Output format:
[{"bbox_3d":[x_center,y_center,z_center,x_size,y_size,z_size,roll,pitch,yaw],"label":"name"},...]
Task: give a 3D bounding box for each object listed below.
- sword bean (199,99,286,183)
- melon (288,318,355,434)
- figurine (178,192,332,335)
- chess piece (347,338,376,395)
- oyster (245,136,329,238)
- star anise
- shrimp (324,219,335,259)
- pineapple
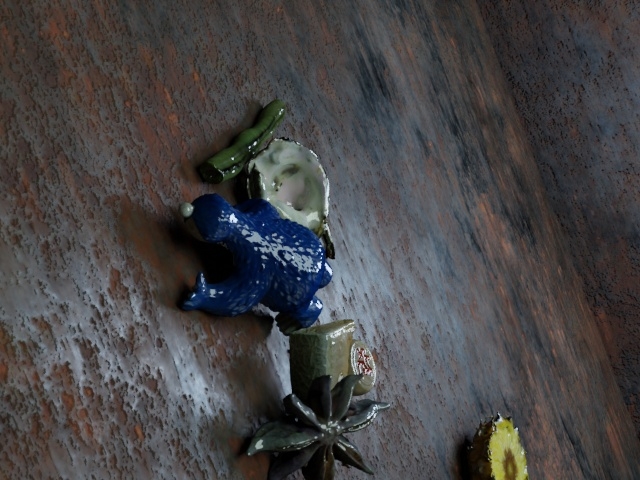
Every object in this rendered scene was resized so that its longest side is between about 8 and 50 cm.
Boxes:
[{"bbox_3d":[-0.102,-0.140,1.248,0.269,0.038,0.043,-58,149,-58],"label":"sword bean"},{"bbox_3d":[0.005,0.198,1.169,0.098,0.054,0.182,-6,102,-52],"label":"melon"},{"bbox_3d":[-0.070,0.017,1.107,0.262,0.120,0.164,24,56,-53],"label":"figurine"},{"bbox_3d":[0.049,0.188,1.312,0.083,0.038,0.084,44,35,-43],"label":"chess piece"},{"bbox_3d":[-0.050,-0.050,1.258,0.163,0.081,0.191,-11,97,-46],"label":"oyster"},{"bbox_3d":[0.000,0.244,1.100,0.204,0.061,0.181,-31,113,-28],"label":"star anise"},{"bbox_3d":[0.000,0.000,1.362,0.083,0.023,0.114,63,24,-20],"label":"shrimp"},{"bbox_3d":[0.325,0.425,1.632,0.225,0.076,0.225,36,45,-47],"label":"pineapple"}]
